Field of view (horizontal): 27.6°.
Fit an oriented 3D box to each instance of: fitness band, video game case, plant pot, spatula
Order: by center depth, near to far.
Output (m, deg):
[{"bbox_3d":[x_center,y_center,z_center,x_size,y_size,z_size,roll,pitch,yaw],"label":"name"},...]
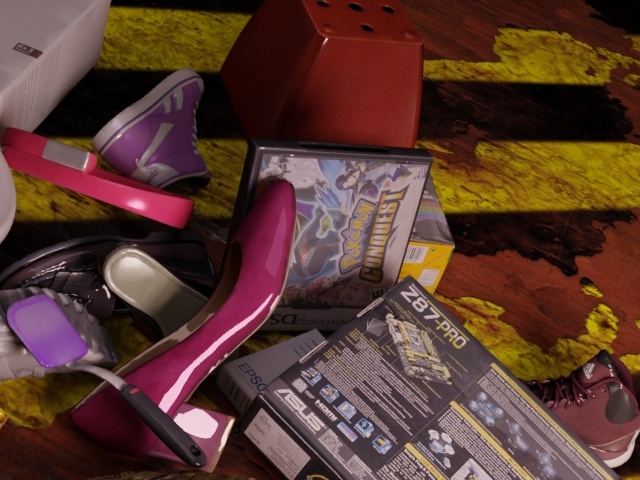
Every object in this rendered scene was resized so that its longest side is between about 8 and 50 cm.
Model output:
[{"bbox_3d":[-0.237,0.159,1.453,0.296,0.030,0.084,35,26,21],"label":"spatula"},{"bbox_3d":[0.000,0.000,1.712,0.248,0.275,0.035,2,30,-23],"label":"video game case"},{"bbox_3d":[-0.299,-0.079,1.721,0.291,0.054,0.209,20,-4,36],"label":"fitness band"},{"bbox_3d":[0.022,-0.278,2.073,0.267,0.236,0.267,1,44,-25],"label":"plant pot"}]

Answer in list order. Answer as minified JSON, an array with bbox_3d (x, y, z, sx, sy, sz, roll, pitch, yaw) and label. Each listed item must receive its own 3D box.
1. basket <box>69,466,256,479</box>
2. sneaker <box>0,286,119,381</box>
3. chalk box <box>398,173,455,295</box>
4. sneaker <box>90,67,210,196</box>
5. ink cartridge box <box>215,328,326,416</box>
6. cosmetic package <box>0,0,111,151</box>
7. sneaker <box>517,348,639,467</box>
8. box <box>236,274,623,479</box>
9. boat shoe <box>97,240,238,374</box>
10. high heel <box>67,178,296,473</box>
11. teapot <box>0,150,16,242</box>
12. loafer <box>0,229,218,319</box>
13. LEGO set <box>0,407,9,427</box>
[{"bbox_3d":[-0.215,0.355,1.321,0.299,0.223,0.213,-3,87,-32],"label":"basket"},{"bbox_3d":[-0.370,0.121,1.538,0.281,0.115,0.105,17,29,-39],"label":"sneaker"},{"bbox_3d":[0.094,-0.024,1.899,0.132,0.132,0.213,6,40,-18],"label":"chalk box"},{"bbox_3d":[-0.216,-0.147,1.941,0.161,0.102,0.282,42,36,-4],"label":"sneaker"},{"bbox_3d":[0.018,0.212,1.656,0.224,0.045,0.223,-19,54,-39],"label":"ink cartridge box"},{"bbox_3d":[-0.480,-0.277,1.899,0.217,0.156,0.385,21,40,2],"label":"cosmetic package"},{"bbox_3d":[0.308,0.191,1.723,0.281,0.162,0.106,16,39,-8],"label":"sneaker"},{"bbox_3d":[0.142,0.262,1.559,0.395,0.097,0.318,44,48,11],"label":"box"},{"bbox_3d":[-0.189,0.081,1.631,0.228,0.081,0.069,48,-7,-29],"label":"boat shoe"},{"bbox_3d":[-0.153,0.078,1.547,0.181,0.127,0.377,22,72,-12],"label":"high heel"},{"bbox_3d":[-0.515,-0.046,1.603,0.252,0.187,0.256,56,25,-1],"label":"teapot"},{"bbox_3d":[-0.261,0.055,1.664,0.302,0.109,0.095,-11,53,-38],"label":"loafer"},{"bbox_3d":[-0.430,0.238,1.365,0.287,0.107,0.132,-21,55,-40],"label":"LEGO set"}]
